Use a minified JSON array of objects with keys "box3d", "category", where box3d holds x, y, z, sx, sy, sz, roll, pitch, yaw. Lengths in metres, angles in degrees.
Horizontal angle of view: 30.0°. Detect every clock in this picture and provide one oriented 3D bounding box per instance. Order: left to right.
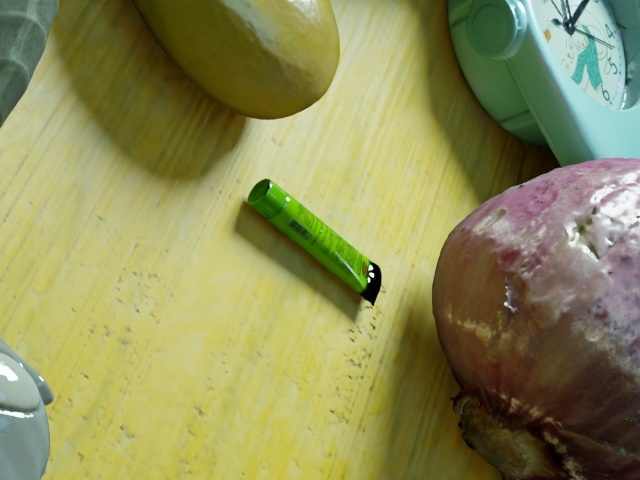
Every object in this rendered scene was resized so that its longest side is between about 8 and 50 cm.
[{"box3d":[0.205,-0.178,1.038,0.274,0.094,0.223,55,45,-11],"category":"clock"}]

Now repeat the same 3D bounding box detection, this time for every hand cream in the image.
[{"box3d":[0.000,0.000,0.821,0.122,0.023,0.036,38,41,-30],"category":"hand cream"}]

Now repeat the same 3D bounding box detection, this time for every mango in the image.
[{"box3d":[-0.067,-0.165,0.778,0.195,0.092,0.130,38,54,-16],"category":"mango"}]

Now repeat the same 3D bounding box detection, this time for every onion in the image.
[{"box3d":[0.258,0.042,0.886,0.349,0.159,0.267,-41,107,-22],"category":"onion"}]

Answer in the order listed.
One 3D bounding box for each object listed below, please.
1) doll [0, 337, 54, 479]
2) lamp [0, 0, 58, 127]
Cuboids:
[{"box3d":[-0.185,0.074,0.585,0.102,0.075,0.227,-16,75,-29],"category":"doll"},{"box3d":[-0.235,-0.100,0.483,0.265,0.233,0.233,-20,89,-33],"category":"lamp"}]
